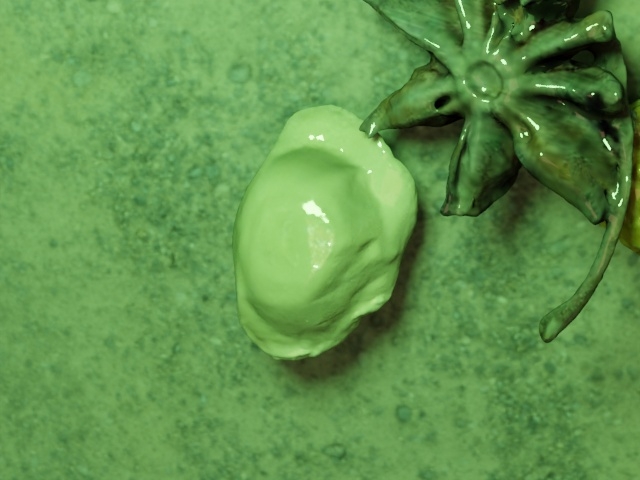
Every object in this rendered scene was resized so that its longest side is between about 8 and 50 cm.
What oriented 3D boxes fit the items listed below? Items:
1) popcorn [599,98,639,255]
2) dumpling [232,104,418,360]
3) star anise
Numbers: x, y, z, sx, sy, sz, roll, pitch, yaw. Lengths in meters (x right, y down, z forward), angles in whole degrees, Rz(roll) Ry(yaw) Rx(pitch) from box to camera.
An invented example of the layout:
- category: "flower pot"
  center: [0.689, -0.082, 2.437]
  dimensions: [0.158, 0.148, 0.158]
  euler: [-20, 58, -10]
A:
- category: "popcorn"
  center: [0.326, -0.039, 1.621]
  dimensions: [0.163, 0.140, 0.194]
  euler: [-40, 99, 18]
- category: "dumpling"
  center: [0.000, 0.000, 1.709]
  dimensions: [0.162, 0.132, 0.250]
  euler: [17, 101, 13]
- category: "star anise"
  center: [0.166, -0.132, 1.604]
  dimensions: [0.316, 0.139, 0.359]
  euler: [37, 121, 27]
